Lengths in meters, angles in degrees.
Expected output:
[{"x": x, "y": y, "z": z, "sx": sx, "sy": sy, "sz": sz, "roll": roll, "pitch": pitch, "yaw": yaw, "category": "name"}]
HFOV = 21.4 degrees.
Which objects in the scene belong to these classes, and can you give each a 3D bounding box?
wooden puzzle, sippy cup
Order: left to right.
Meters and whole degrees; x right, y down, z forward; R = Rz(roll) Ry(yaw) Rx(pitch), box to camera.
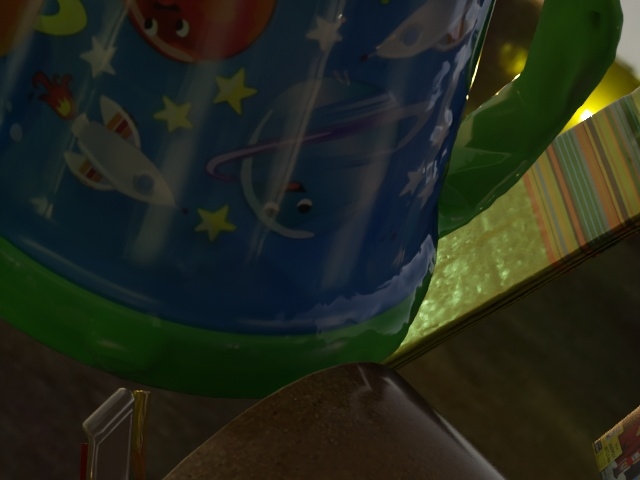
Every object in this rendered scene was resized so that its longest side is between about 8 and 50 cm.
[{"x": -0.107, "y": 0.116, "z": 0.847, "sx": 0.014, "sy": 0.078, "sz": 0.116, "roll": 3, "pitch": 5, "yaw": 10, "category": "wooden puzzle"}, {"x": -0.030, "y": -0.095, "z": 0.681, "sx": 0.240, "sy": 0.224, "sz": 0.305, "roll": 34, "pitch": 35, "yaw": 15, "category": "sippy cup"}]

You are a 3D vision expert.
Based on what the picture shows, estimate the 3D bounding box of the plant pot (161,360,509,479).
[{"x": 0.052, "y": 0.204, "z": 0.544, "sx": 0.254, "sy": 0.237, "sz": 0.237, "roll": 33, "pitch": 1, "yaw": 25, "category": "plant pot"}]

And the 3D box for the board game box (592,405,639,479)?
[{"x": 0.290, "y": 0.140, "z": 1.183, "sx": 0.060, "sy": 0.194, "sz": 0.194, "roll": 46, "pitch": 14, "yaw": -11, "category": "board game box"}]

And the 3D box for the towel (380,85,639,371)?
[{"x": 0.102, "y": 0.002, "z": 0.981, "sx": 0.021, "sy": 0.237, "sz": 0.102, "roll": 45, "pitch": 23, "yaw": -34, "category": "towel"}]
